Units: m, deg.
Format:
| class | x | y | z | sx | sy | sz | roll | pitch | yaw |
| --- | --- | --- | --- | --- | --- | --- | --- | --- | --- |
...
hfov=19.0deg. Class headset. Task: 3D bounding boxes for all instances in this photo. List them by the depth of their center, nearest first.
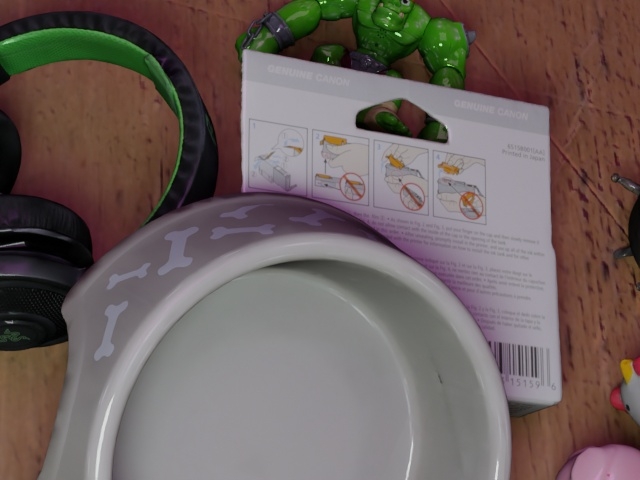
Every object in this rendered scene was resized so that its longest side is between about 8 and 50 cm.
| class | x | y | z | sx | sy | sz | roll | pitch | yaw |
| --- | --- | --- | --- | --- | --- | --- | --- | --- | --- |
| headset | -0.266 | -0.025 | 1.385 | 0.394 | 0.185 | 0.243 | -35 | 62 | -4 |

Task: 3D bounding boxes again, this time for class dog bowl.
| class | x | y | z | sx | sy | sz | roll | pitch | yaw |
| --- | --- | --- | --- | --- | --- | --- | --- | --- | --- |
| dog bowl | -0.026 | 0.143 | 1.276 | 0.349 | 0.102 | 0.348 | -2 | 95 | -27 |

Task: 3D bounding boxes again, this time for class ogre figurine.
| class | x | y | z | sx | sy | sz | roll | pitch | yaw |
| --- | --- | --- | --- | --- | --- | --- | --- | --- | --- |
| ogre figurine | 0.040 | -0.154 | 1.576 | 0.197 | 0.097 | 0.118 | 22 | 77 | 21 |

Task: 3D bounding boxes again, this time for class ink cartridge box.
| class | x | y | z | sx | sy | sz | roll | pitch | yaw |
| --- | --- | --- | --- | --- | --- | --- | --- | --- | --- |
| ink cartridge box | 0.049 | -0.001 | 1.427 | 0.275 | 0.060 | 0.239 | 8 | 71 | -26 |

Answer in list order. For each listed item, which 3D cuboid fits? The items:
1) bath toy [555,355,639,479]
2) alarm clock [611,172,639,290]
| class | x | y | z | sx | sy | sz | roll | pitch | yaw |
| --- | --- | --- | --- | --- | --- | --- | --- | --- | --- |
| bath toy | 0.216 | 0.211 | 1.378 | 0.151 | 0.129 | 0.348 | 48 | 56 | -32 |
| alarm clock | 0.334 | -0.007 | 1.548 | 0.192 | 0.064 | 0.129 | -3 | 61 | -8 |
